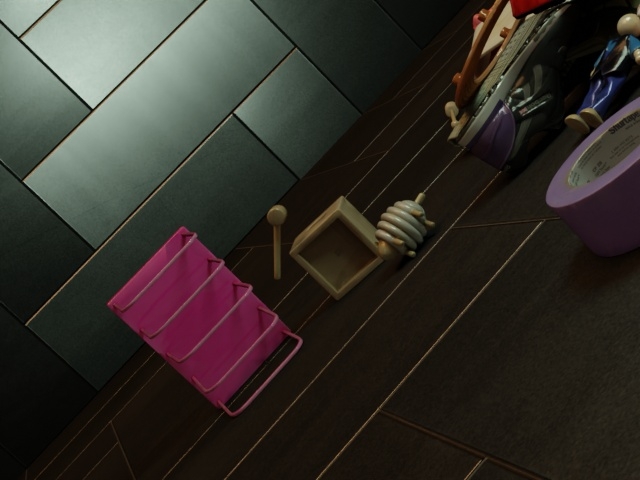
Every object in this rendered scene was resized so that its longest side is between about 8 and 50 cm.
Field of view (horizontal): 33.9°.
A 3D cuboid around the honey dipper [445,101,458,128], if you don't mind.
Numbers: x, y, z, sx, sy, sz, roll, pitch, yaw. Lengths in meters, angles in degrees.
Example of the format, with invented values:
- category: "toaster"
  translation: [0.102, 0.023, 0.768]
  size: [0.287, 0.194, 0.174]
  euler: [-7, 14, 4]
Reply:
- category: "honey dipper"
  translation: [0.294, -0.277, 2.330]
  size: [0.030, 0.030, 0.161]
  euler: [-43, 11, 16]

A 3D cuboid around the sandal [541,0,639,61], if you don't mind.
- category: "sandal"
  translation: [0.463, -0.338, 1.646]
  size: [0.303, 0.086, 0.120]
  euler: [3, 79, 62]

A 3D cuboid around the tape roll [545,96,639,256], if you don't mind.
- category: "tape roll"
  translation: [0.342, -0.076, 1.137]
  size: [0.189, 0.080, 0.189]
  euler: [-45, 9, 9]

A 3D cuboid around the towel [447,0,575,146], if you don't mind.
- category: "towel"
  translation: [0.386, -0.305, 1.922]
  size: [0.324, 0.056, 0.312]
  euler: [-56, 15, -12]

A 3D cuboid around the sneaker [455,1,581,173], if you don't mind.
- category: "sneaker"
  translation: [0.342, -0.235, 1.655]
  size: [0.283, 0.124, 0.107]
  euler: [-54, -1, 1]

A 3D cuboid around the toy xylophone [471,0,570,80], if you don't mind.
- category: "toy xylophone"
  translation: [0.418, -0.425, 2.225]
  size: [0.322, 0.081, 0.236]
  euler: [-24, 42, 55]

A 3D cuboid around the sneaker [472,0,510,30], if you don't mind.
- category: "sneaker"
  translation: [0.478, -0.554, 2.387]
  size: [0.314, 0.136, 0.116]
  euler: [-42, 11, 20]

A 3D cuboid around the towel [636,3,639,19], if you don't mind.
- category: "towel"
  translation: [0.464, -0.354, 1.429]
  size: [0.197, 0.029, 0.144]
  euler: [1, -73, -68]

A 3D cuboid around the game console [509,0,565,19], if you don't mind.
- category: "game console"
  translation: [0.519, -0.463, 1.715]
  size: [0.386, 0.060, 0.342]
  euler: [-24, 11, -5]

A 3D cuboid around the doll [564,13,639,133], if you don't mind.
- category: "doll"
  translation: [0.421, -0.246, 1.512]
  size: [0.189, 0.046, 0.129]
  euler: [-62, 14, -16]

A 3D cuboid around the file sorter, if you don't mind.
- category: "file sorter"
  translation: [-0.202, 0.148, 1.889]
  size: [0.202, 0.291, 0.182]
  euler: [-47, 13, -10]

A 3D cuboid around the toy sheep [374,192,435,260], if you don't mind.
- category: "toy sheep"
  translation: [0.140, -0.022, 1.758]
  size: [0.132, 0.091, 0.091]
  euler: [-53, 11, -10]

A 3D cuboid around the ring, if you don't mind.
- category: "ring"
  translation: [0.333, -0.401, 1.971]
  size: [0.336, 0.032, 0.336]
  euler: [-54, -14, -20]

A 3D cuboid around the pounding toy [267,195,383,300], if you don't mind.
- category: "pounding toy"
  translation: [-0.011, 0.002, 1.919]
  size: [0.181, 0.206, 0.094]
  euler: [-42, 10, 18]
